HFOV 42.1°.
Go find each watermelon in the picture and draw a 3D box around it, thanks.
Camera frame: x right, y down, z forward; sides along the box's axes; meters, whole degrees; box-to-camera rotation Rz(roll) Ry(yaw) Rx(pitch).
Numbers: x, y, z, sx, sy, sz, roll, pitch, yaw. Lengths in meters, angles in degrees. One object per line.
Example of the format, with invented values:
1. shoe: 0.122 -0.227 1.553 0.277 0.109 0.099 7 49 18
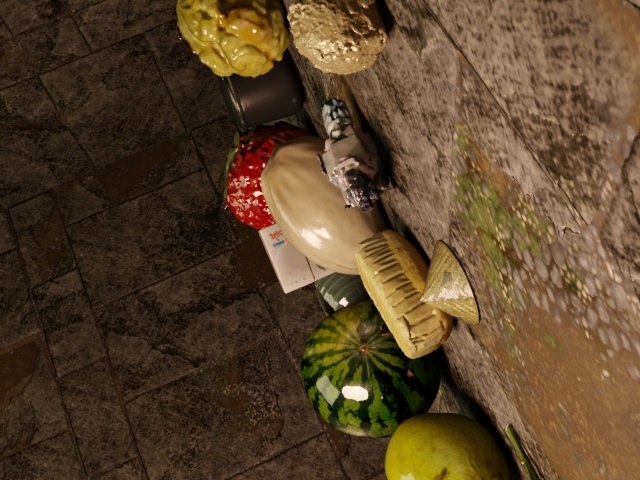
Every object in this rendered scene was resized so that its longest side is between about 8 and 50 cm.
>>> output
1. watermelon: 0.104 0.259 1.694 0.285 0.285 0.285 156 90 -84

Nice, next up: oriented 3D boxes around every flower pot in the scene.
1. flower pot: 0.067 0.105 1.988 0.189 0.157 0.243 75 170 -48

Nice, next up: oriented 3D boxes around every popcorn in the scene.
1. popcorn: -0.182 -0.456 1.755 0.252 0.215 0.286 37 -163 -49

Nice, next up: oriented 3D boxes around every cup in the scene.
1. cup: -0.138 -0.346 1.944 0.169 0.176 0.223 62 173 5

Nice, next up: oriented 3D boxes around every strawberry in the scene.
1. strawberry: -0.081 -0.148 2.011 0.292 0.310 0.292 -174 90 -83

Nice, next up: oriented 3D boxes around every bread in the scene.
1. bread: 0.149 0.090 1.456 0.140 0.106 0.236 77 167 -56

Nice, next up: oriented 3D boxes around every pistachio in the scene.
1. pistachio: 0.017 -0.062 1.640 0.332 0.208 0.226 51 -144 8

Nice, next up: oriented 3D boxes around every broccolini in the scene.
1. broccolini: 0.337 0.386 1.294 0.044 0.042 0.218 77 169 -57

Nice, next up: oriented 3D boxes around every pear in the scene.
1. pear: 0.231 0.419 1.519 0.269 0.212 0.212 -6 109 66

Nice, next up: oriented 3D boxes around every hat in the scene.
1. hat: 0.184 0.079 1.294 0.146 0.067 0.146 156 90 -84

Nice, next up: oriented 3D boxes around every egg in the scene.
1. egg: 0.024 -0.279 1.084 0.140 0.116 0.118 35 154 8

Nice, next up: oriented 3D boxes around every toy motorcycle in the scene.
1. toy motorcycle: 0.045 -0.149 1.420 0.239 0.108 0.204 -165 51 -82

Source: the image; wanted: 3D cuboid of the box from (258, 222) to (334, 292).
1. box: -0.001 0.000 1.794 0.067 0.233 0.149 154 92 -84
